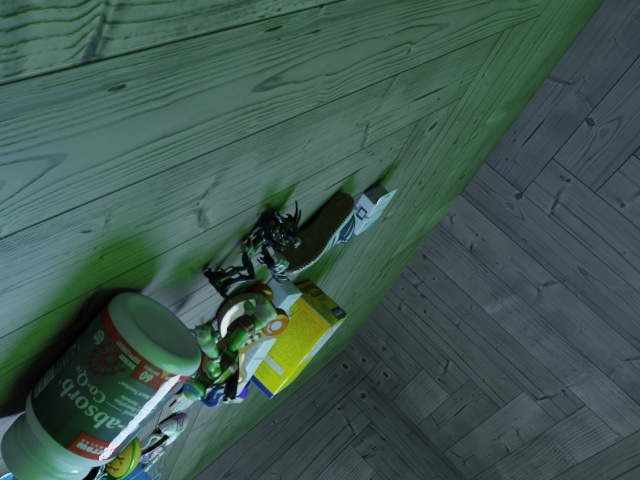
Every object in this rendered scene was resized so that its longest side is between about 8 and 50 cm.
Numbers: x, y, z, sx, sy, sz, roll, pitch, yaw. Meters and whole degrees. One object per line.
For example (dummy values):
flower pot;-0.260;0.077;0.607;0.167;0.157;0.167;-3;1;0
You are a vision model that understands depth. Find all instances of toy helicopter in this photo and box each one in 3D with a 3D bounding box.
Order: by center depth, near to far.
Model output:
toy helicopter;-0.245;0.297;1.752;0.234;0.140;0.355;-5;128;-30

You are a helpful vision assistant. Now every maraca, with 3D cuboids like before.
maraca;-0.589;0.640;1.785;0.099;0.127;0.186;19;107;-43

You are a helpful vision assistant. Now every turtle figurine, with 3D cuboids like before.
turtle figurine;-0.252;0.208;1.387;0.266;0.274;0.198;-41;152;-32

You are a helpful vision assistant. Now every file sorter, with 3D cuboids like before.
file sorter;-0.592;0.712;1.887;0.118;0.170;0.104;-27;153;-50

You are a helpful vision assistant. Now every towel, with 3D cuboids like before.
towel;-0.606;0.768;2.171;0.110;0.027;0.148;-46;-167;-21

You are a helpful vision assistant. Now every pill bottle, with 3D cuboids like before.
pill bottle;-0.418;0.293;1.166;0.363;0.210;0.210;-48;165;6

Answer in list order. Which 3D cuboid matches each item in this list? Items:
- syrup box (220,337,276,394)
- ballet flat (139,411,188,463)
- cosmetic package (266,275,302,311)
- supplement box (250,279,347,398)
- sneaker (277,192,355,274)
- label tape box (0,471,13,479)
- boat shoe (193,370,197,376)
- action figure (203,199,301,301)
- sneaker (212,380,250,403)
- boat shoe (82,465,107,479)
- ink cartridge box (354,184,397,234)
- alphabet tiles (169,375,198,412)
syrup box;-0.258;0.391;2.006;0.237;0.093;0.096;-55;162;0
ballet flat;-0.553;0.676;2.104;0.221;0.077;0.079;-42;145;-13
cosmetic package;-0.172;0.221;1.889;0.231;0.085;0.117;-47;166;11
supplement box;-0.104;0.341;2.137;0.356;0.195;0.194;-52;168;16
sneaker;0.000;0.000;1.741;0.282;0.099;0.153;-47;164;-7
label tape box;-0.740;0.504;1.058;0.241;0.106;0.333;-54;163;26
boat shoe;-0.386;0.356;1.696;0.070;0.078;0.219;-45;173;1
action figure;-0.126;0.036;1.422;0.275;0.141;0.164;-40;163;-8
sneaker;-0.297;0.525;2.287;0.146;0.102;0.293;-46;171;-2
boat shoe;-0.653;0.642;1.708;0.095;0.079;0.254;-35;162;-38
ink cartridge box;0.162;-0.111;1.957;0.104;0.060;0.180;-29;158;-45
alphabet tiles;-0.391;0.476;2.089;0.284;0.021;0.278;-45;168;-1
